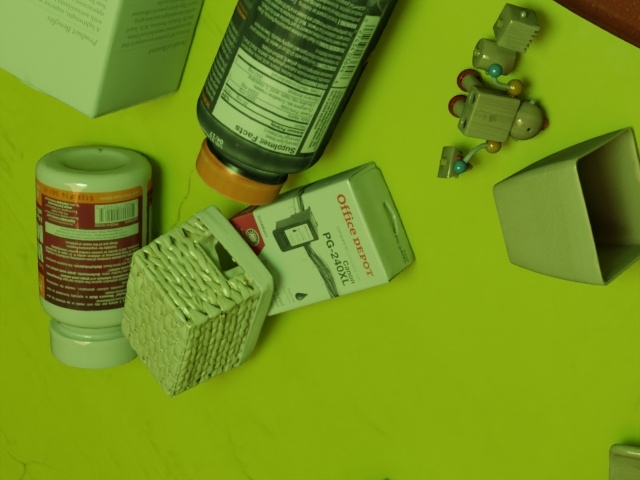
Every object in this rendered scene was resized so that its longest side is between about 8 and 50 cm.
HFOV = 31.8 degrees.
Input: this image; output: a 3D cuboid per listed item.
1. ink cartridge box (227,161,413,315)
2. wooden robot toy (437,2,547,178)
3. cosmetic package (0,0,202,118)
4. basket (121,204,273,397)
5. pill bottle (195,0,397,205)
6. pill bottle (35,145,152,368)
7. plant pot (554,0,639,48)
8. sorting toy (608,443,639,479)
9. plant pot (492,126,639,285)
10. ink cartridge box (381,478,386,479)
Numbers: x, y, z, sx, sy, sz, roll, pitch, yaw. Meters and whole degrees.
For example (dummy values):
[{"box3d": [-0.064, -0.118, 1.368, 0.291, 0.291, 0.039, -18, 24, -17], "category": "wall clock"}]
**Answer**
[{"box3d": [0.000, 0.000, 1.107, 0.150, 0.063, 0.109, -18, 99, 32], "category": "ink cartridge box"}, {"box3d": [0.164, -0.122, 0.992, 0.079, 0.076, 0.173, 11, 118, -14], "category": "wooden robot toy"}, {"box3d": [-0.214, -0.241, 1.081, 0.151, 0.151, 0.183, 30, 118, 16], "category": "cosmetic package"}, {"box3d": [-0.130, 0.066, 1.132, 0.113, 0.103, 0.167, 50, 147, 20], "category": "basket"}, {"box3d": [-0.034, -0.152, 1.032, 0.130, 0.130, 0.245, 35, 120, 13], "category": "pill bottle"}, {"box3d": [-0.242, 0.018, 1.206, 0.121, 0.121, 0.221, 14, 113, 23], "category": "pill bottle"}, {"box3d": [0.243, -0.287, 0.777, 0.236, 0.267, 0.267, 26, 118, 31], "category": "plant pot"}, {"box3d": [0.330, 0.290, 1.057, 0.307, 0.041, 0.229, 6, 115, 26], "category": "sorting toy"}, {"box3d": [0.213, -0.026, 0.968, 0.096, 0.109, 0.109, -6, 105, 42], "category": "plant pot"}, {"box3d": [0.092, 0.414, 1.121, 0.283, 0.207, 0.117, 44, 123, 8], "category": "ink cartridge box"}]
